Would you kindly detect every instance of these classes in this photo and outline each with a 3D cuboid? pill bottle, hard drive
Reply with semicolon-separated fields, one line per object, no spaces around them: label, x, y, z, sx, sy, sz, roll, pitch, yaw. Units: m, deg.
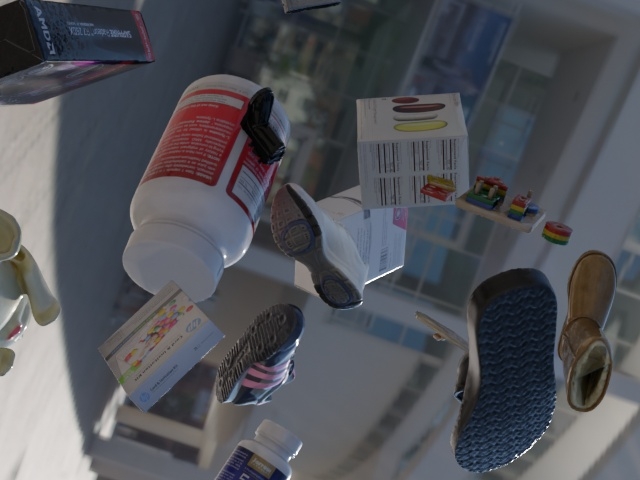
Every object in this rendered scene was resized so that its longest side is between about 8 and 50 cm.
pill bottle;-0.213;-0.095;2.003;0.229;0.229;0.408;118;-7;-52
pill bottle;-0.116;0.415;1.907;0.187;0.112;0.112;-56;-178;-18
hard drive;-0.029;-0.431;1.705;0.022;0.094;0.135;-22;-97;68

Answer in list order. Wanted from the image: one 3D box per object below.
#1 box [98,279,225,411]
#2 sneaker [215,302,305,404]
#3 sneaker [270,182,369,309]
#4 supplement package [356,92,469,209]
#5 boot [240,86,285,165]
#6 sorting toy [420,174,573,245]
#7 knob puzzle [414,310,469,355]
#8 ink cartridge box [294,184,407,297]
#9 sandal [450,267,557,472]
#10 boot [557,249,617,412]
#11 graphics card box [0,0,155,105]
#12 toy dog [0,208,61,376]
box;-0.220;0.139;1.469;0.145;0.038;0.186;-43;-152;-7
sneaker;-0.091;0.229;2.161;0.319;0.131;0.112;-47;-139;43
sneaker;0.000;0.000;2.186;0.111;0.297;0.129;-14;-149;32
supplement package;0.174;-0.173;2.064;0.194;0.203;0.149;-89;174;-58
boot;-0.095;-0.198;1.913;0.099;0.045;0.121;59;-37;20
sorting toy;0.300;-0.072;1.817;0.132;0.274;0.046;-31;139;-64
knob puzzle;0.290;0.225;2.549;0.030;0.213;0.213;-56;-172;4
ink cartridge box;0.074;-0.006;2.545;0.283;0.117;0.207;-22;125;-43
sandal;0.287;0.199;1.702;0.107;0.167;0.446;-109;-165;-47
boot;0.479;0.153;1.900;0.269;0.089;0.236;-44;142;-77
graphics card box;-0.416;-0.262;1.550;0.371;0.232;0.094;-30;104;-74
toy dog;-0.682;0.094;1.995;0.408;0.395;0.284;76;38;-70
